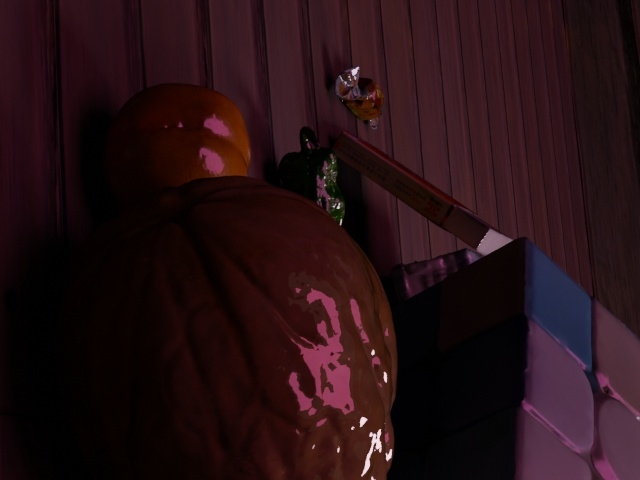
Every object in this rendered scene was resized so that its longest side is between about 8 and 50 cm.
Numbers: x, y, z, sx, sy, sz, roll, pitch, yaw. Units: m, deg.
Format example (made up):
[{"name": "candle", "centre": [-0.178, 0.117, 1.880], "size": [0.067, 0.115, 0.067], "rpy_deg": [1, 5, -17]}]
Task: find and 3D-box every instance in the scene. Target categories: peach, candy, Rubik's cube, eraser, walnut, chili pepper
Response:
[{"name": "peach", "centre": [-0.124, -0.068, 1.383], "size": [0.138, 0.138, 0.138], "rpy_deg": [-8, 90, -72]}, {"name": "candy", "centre": [0.058, -0.188, 2.115], "size": [0.182, 0.046, 0.053], "rpy_deg": [27, 58, -71]}, {"name": "Rubik's cube", "centre": [0.179, 0.271, 1.654], "size": [0.347, 0.344, 0.346], "rpy_deg": [40, 37, -25]}, {"name": "eraser", "centre": [0.132, -0.055, 2.050], "size": [0.038, 0.230, 0.157], "rpy_deg": [-57, 161, 5]}, {"name": "walnut", "centre": [-0.070, 0.110, 1.262], "size": [0.252, 0.277, 0.313], "rpy_deg": [-34, 124, -36]}, {"name": "chili pepper", "centre": [-0.006, 0.001, 1.796], "size": [0.100, 0.074, 0.257], "rpy_deg": [-21, 103, -72]}]

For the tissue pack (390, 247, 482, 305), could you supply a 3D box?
[{"name": "tissue pack", "centre": [0.194, 0.213, 2.079], "size": [0.288, 0.124, 0.394], "rpy_deg": [52, 24, -85]}]
